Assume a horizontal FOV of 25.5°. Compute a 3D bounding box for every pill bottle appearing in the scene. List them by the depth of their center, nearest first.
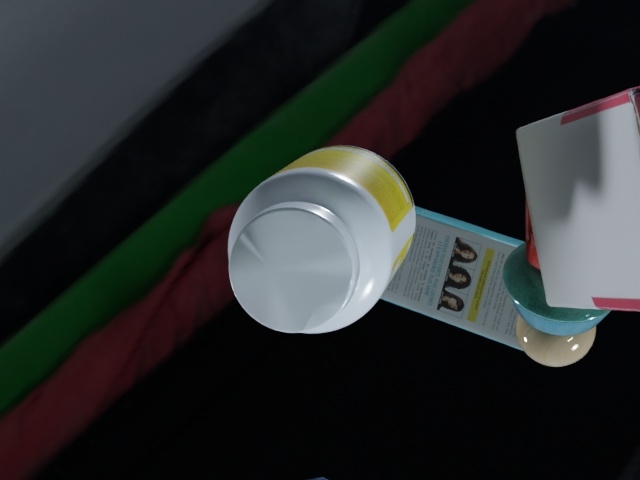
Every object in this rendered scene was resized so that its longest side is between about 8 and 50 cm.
[{"bbox_3d":[0.000,0.000,0.895,0.103,0.103,0.184,-30,-176,15],"label":"pill bottle"}]

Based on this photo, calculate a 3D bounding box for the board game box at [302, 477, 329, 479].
[{"bbox_3d":[0.025,0.224,0.649,0.035,0.136,0.201,-16,-121,39],"label":"board game box"}]

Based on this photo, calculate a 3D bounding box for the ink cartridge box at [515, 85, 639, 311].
[{"bbox_3d":[0.279,-0.042,0.793,0.283,0.117,0.207,-11,179,-8],"label":"ink cartridge box"}]

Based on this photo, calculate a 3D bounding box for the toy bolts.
[{"bbox_3d":[0.242,0.054,1.003,0.229,0.158,0.218,6,-135,7],"label":"toy bolts"}]

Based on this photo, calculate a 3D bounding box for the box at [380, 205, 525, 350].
[{"bbox_3d":[0.161,0.039,1.459,0.244,0.100,0.060,20,-168,27],"label":"box"}]
